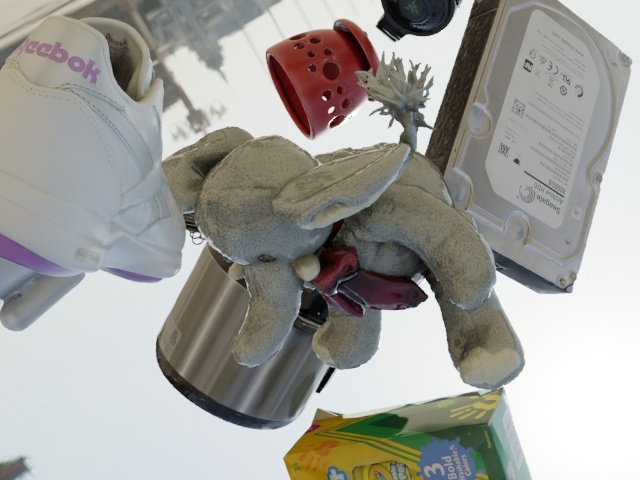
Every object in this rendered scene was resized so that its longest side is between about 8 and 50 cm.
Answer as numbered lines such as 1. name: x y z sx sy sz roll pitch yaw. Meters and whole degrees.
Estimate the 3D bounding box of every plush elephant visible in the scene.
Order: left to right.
1. plush elephant: 0.000 0.000 0.751 0.256 0.329 0.272 -12 -168 -36

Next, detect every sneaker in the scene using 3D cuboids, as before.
1. sneaker: -0.133 -0.052 0.550 0.305 0.114 0.152 119 -7 -89

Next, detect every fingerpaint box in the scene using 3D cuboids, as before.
1. fingerpaint box: 0.189 0.511 1.432 0.371 0.444 0.163 -15 -173 24

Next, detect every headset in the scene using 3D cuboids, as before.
1. headset: 0.228 -0.437 1.389 0.243 0.185 0.394 -52 -172 -9

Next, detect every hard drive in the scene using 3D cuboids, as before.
1. hard drive: 0.254 -0.131 1.029 0.064 0.237 0.338 -7 -121 60

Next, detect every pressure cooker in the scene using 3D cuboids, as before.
1. pressure cooker: -0.109 0.140 1.774 0.420 0.370 0.375 -61 162 13

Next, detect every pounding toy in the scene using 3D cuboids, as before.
1. pounding toy: 0.040 0.428 1.815 0.141 0.130 0.100 15 -98 36

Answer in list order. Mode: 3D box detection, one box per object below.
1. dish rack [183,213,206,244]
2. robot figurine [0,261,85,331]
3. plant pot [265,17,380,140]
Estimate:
1. dish rack: -0.157 -0.035 1.303 0.208 0.074 0.271 9 -160 -22
2. robot figurine: -0.422 -0.034 1.058 0.353 0.299 0.200 -38 -165 -28
3. plant pot: 0.013 -0.306 1.570 0.174 0.191 0.191 -28 -161 -10
